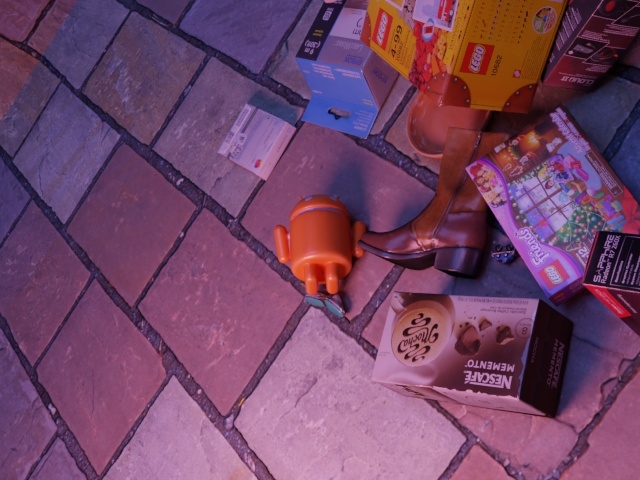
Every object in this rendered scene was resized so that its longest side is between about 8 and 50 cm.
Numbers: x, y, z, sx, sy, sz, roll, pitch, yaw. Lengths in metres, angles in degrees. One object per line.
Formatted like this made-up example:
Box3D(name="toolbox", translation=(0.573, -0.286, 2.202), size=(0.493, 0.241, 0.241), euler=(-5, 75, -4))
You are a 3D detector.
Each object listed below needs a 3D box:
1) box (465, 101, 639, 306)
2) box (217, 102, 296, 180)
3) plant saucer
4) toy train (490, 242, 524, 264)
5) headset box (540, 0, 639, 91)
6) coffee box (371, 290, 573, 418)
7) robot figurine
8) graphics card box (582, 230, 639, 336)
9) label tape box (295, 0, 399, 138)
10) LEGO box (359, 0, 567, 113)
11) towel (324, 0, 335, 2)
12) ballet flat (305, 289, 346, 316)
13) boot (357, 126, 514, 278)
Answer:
Box3D(name="box", translation=(0.397, -0.064, 1.523), size=(0.201, 0.057, 0.293), euler=(-35, 56, 13))
Box3D(name="box", translation=(-0.155, -0.240, 2.204), size=(0.186, 0.038, 0.145), euler=(30, 90, 48))
Box3D(name="plant saucer", translation=(0.261, -0.249, 1.817), size=(0.200, 0.037, 0.200), euler=(-21, 56, 34))
Box3D(name="toy train", translation=(0.364, 0.021, 1.581), size=(0.158, 0.027, 0.036), euler=(-5, 76, 41))
Box3D(name="headset box", translation=(0.461, -0.418, 1.591), size=(0.293, 0.110, 0.218), euler=(119, 151, -53))
Box3D(name="coffee box", translation=(0.249, 0.186, 1.529), size=(0.297, 0.119, 0.168), euler=(1, 68, 44))
Box3D(name="robot figurine", translation=(-0.002, 0.000, 1.861), size=(0.158, 0.128, 0.219), euler=(-25, 52, 33))
Box3D(name="graphics card box", translation=(0.563, 0.087, 1.204), size=(0.371, 0.233, 0.094), euler=(7, 69, 44))
Box3D(name="label tape box", translation=(0.071, -0.416, 2.037), size=(0.240, 0.106, 0.334), euler=(23, 84, 47))
Box3D(name="LEGO box", translation=(0.279, -0.528, 1.624), size=(0.372, 0.193, 0.500), euler=(-125, 43, -53))
Box3D(name="towel", translation=(0.181, -0.655, 2.006), size=(0.331, 0.053, 0.317), euler=(-11, 42, 27))
Box3D(name="ballet flat", translation=(0.018, 0.120, 1.846), size=(0.114, 0.041, 0.041), euler=(19, 82, 46))
Box3D(name="boot", translation=(0.210, -0.085, 1.713), size=(0.264, 0.096, 0.280), euler=(7, 79, 44))
